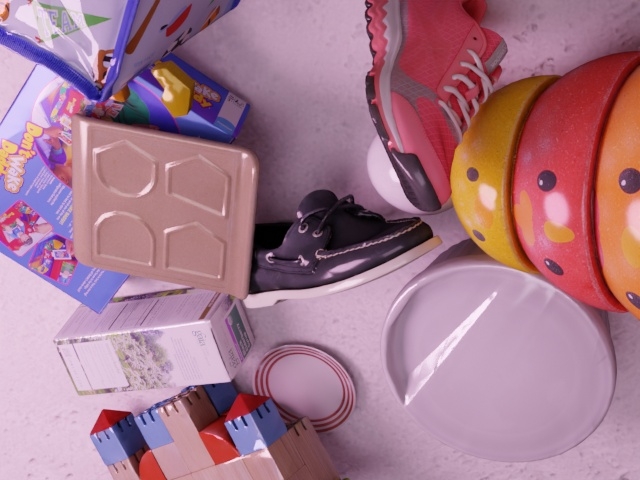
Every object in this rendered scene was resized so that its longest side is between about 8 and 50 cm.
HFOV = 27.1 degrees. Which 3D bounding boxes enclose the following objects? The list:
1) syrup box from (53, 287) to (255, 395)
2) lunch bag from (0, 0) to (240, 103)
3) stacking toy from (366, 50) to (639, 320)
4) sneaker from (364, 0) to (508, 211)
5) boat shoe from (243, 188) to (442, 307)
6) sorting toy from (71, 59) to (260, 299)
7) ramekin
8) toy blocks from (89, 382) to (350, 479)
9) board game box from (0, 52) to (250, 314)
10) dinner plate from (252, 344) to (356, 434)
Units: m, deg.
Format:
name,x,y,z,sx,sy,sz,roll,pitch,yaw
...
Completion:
name,x,y,z,sx,sy,sz,roll,pitch,yaw
syrup box,-0.215,0.130,1.721,0.237,0.096,0.093,-9,116,22
lunch bag,-0.176,-0.386,1.290,0.239,0.328,0.385,28,125,4
stacking toy,0.257,-0.059,1.380,0.480,0.350,0.350,5,120,36
sneaker,0.122,-0.165,1.331,0.136,0.313,0.116,-15,135,14
boat shoe,0.003,-0.001,1.523,0.340,0.127,0.113,-14,98,59
sorting toy,-0.178,-0.079,1.520,0.229,0.041,0.307,14,127,8
ramekin,0.214,0.114,1.549,0.273,0.127,0.272,8,121,14
toy blocks,-0.138,0.299,1.758,0.381,0.191,0.260,-24,95,38
board game box,-0.276,-0.093,1.602,0.233,0.078,0.347,34,126,-12
dinner plate,-0.020,0.193,1.737,0.141,0.017,0.141,9,121,15
